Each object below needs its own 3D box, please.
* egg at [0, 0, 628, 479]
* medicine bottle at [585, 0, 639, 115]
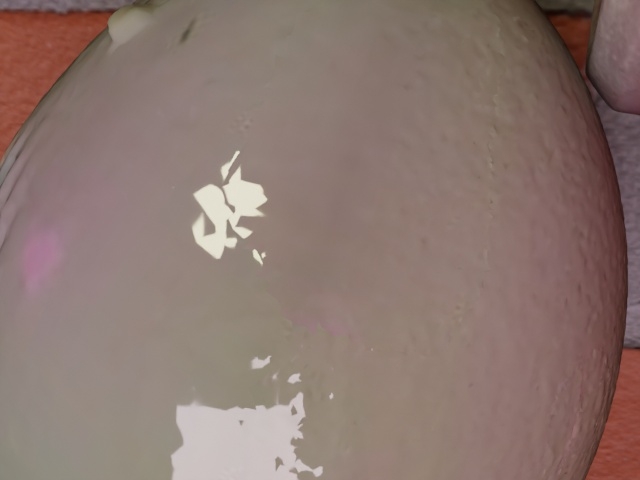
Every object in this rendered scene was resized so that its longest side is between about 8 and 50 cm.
[{"bbox_3d":[0.000,0.000,0.538,0.354,0.354,0.340,20,115,0],"label":"egg"},{"bbox_3d":[0.254,-0.113,0.461,0.247,0.147,0.147,10,135,11],"label":"medicine bottle"}]
